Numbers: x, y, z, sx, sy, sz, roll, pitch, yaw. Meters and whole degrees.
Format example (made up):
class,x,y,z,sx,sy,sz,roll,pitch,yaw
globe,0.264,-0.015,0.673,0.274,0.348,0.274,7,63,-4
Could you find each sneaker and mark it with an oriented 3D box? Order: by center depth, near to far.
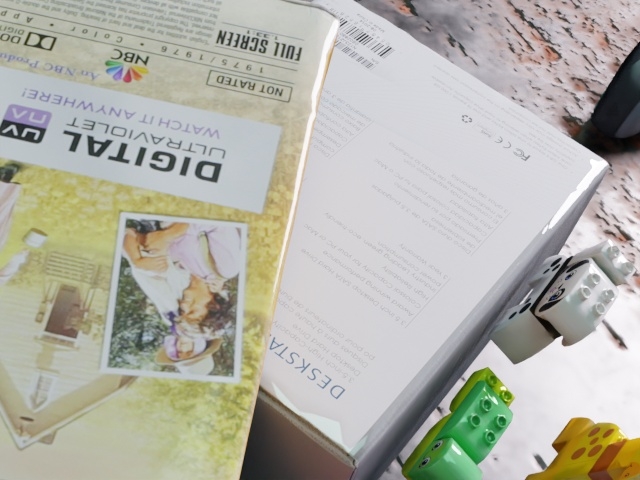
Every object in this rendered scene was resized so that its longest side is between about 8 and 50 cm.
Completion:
class,x,y,z,sx,sy,sz,roll,pitch,yaw
sneaker,0.264,-0.109,0.708,0.098,0.083,0.224,43,52,15

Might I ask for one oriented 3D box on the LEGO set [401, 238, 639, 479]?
class,x,y,z,sx,sy,sz,roll,pitch,yaw
LEGO set,0.090,0.092,0.431,0.087,0.093,0.227,48,56,-6

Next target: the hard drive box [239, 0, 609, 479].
class,x,y,z,sx,sy,sz,roll,pitch,yaw
hard drive box,0.000,0.000,0.533,0.181,0.089,0.232,35,50,16

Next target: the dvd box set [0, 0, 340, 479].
class,x,y,z,sx,sy,sz,roll,pitch,yaw
dvd box set,-0.173,0.053,0.360,0.308,0.062,0.420,11,54,-2
